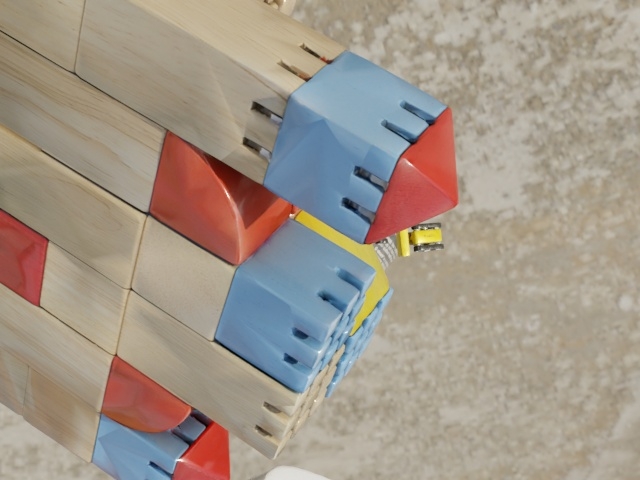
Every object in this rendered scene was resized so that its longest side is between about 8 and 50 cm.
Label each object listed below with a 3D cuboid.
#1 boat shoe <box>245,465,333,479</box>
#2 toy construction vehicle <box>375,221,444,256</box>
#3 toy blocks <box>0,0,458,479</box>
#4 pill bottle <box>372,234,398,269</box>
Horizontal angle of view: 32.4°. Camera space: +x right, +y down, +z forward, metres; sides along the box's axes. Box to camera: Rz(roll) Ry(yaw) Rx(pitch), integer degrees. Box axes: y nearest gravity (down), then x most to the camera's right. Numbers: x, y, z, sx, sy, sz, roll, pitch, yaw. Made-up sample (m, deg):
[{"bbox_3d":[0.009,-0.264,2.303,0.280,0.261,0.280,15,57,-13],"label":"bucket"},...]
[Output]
[{"bbox_3d":[0.014,0.257,0.856,0.102,0.108,0.301,-27,143,29],"label":"boat shoe"},{"bbox_3d":[0.056,-0.027,0.964,0.098,0.086,0.035,-7,177,-33],"label":"toy construction vehicle"},{"bbox_3d":[-0.078,-0.007,0.550,0.261,0.191,0.381,31,132,12],"label":"toy blocks"},{"bbox_3d":[0.000,0.000,1.285,0.278,0.162,0.162,-50,138,-8],"label":"pill bottle"}]
